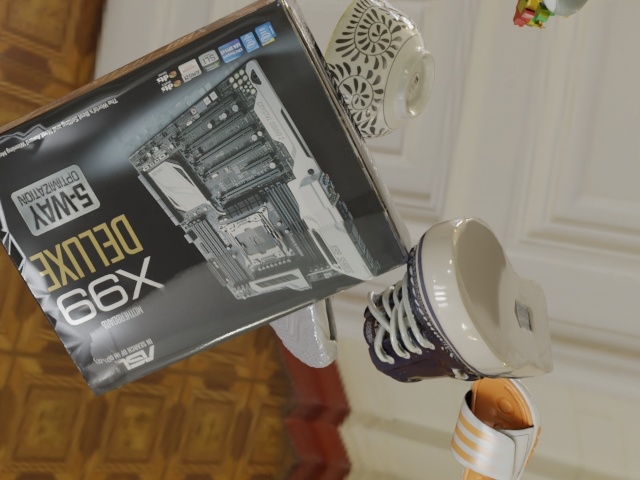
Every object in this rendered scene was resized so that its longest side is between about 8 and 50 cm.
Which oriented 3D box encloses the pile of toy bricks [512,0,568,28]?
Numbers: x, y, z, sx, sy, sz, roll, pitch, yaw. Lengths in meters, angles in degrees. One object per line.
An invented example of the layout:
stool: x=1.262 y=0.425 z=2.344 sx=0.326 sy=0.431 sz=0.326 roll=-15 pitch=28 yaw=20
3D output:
pile of toy bricks: x=0.335 y=-0.367 z=1.879 sx=0.212 sy=0.118 sz=0.105 roll=-87 pitch=-160 yaw=-57

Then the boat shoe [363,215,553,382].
boat shoe: x=0.098 y=0.072 z=1.103 sx=0.340 sy=0.158 sz=0.127 roll=37 pitch=47 yaw=-63

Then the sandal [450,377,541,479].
sandal: x=0.214 y=0.286 z=1.598 sx=0.076 sy=0.102 sz=0.265 roll=-32 pitch=135 yaw=-44

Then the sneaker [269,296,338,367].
sneaker: x=0.000 y=0.000 z=1.391 sx=0.153 sy=0.101 sz=0.269 roll=-29 pitch=110 yaw=-33

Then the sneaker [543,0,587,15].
sneaker: x=0.178 y=-0.241 z=0.961 sx=0.053 sy=0.061 sz=0.152 roll=11 pitch=72 yaw=-39

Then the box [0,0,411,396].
box: x=-0.111 y=-0.036 z=1.046 sx=0.076 sy=0.307 sz=0.242 roll=-79 pitch=145 yaw=-70

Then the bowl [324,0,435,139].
bowl: x=0.072 y=-0.176 z=1.339 sx=0.170 sy=0.080 sz=0.170 roll=-44 pitch=144 yaw=-45
